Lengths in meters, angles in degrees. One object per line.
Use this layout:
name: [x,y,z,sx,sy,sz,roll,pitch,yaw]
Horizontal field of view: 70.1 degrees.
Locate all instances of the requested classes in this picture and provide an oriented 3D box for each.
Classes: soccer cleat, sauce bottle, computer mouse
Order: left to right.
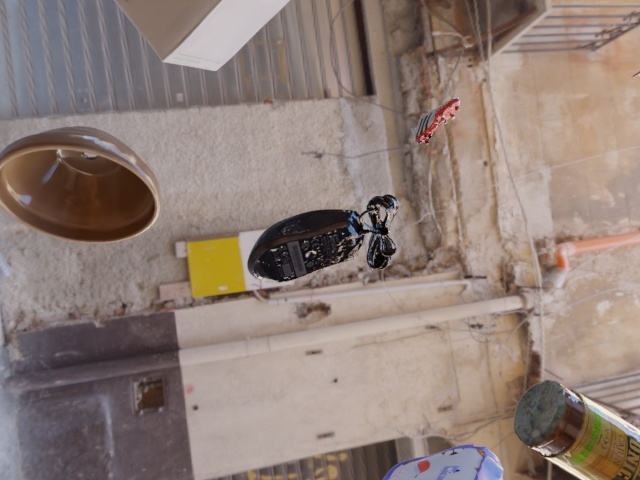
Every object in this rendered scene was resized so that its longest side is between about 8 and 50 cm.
computer mouse: [0.000,0.000,0.815,0.188,0.272,0.072,86,-12,-48]
soccer cleat: [0.154,-0.166,0.619,0.083,0.029,0.036,-50,-127,44]
sauce bottle: [0.460,0.334,0.671,0.111,0.344,0.111,-60,-178,4]

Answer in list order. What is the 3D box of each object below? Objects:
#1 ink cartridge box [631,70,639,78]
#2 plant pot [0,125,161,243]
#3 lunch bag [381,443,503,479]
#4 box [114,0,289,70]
ink cartridge box: [0.415,-0.292,0.349,0.091,0.385,0.308,55,-37,1]
plant pot: [-0.379,-0.103,0.735,0.237,0.237,0.110,100,-16,-55]
lunch bag: [0.153,0.548,0.745,0.239,0.328,0.386,33,-67,21]
box: [-0.093,-0.201,0.355,0.087,0.102,0.101,51,18,-6]
